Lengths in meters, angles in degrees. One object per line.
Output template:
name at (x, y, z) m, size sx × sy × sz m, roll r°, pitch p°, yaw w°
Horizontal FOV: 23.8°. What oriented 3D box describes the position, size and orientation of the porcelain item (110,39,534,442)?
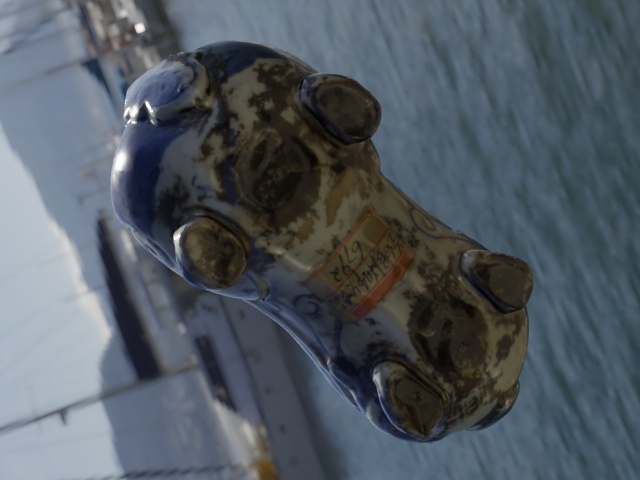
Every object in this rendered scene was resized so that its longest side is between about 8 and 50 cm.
porcelain item at (0.000, 0.000, 0.886) m, size 0.288 × 0.138 × 0.186 m, roll 40°, pitch 174°, yaw -20°
